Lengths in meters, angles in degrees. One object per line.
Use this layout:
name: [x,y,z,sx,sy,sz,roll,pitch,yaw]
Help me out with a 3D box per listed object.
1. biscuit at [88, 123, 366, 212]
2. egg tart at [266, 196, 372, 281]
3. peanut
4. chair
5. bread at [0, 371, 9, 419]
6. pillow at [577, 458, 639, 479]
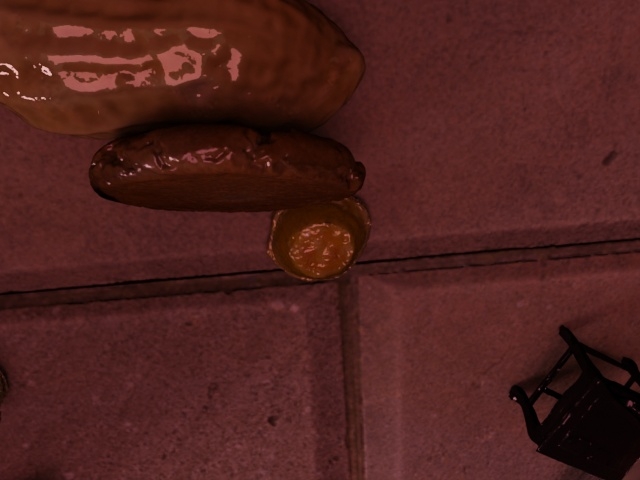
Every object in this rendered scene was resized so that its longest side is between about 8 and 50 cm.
biscuit: [-0.071,-0.053,0.638,0.225,0.226,0.042,-1,84,-4]
egg tart: [0.000,0.000,0.758,0.105,0.039,0.105,-3,119,-5]
peanut: [-0.115,-0.142,0.621,0.305,0.147,0.147,1,117,-5]
chair: [0.284,0.190,0.774,0.106,0.229,0.113,24,110,-16]
bread: [-0.380,0.137,0.779,0.127,0.069,0.140,-20,118,4]
pillow: [0.345,0.298,0.931,0.169,0.059,0.255,27,110,-18]
